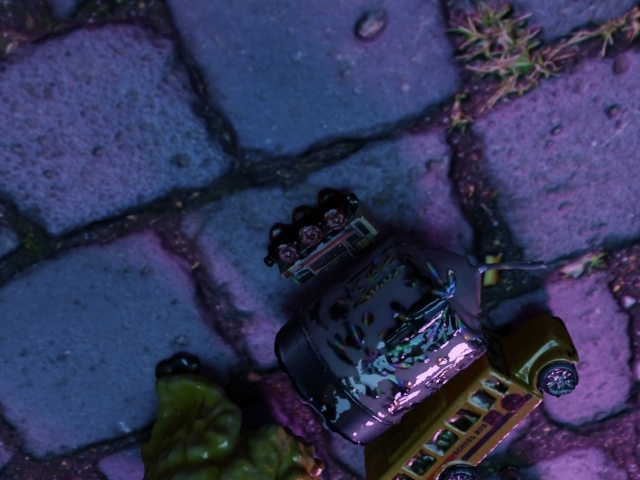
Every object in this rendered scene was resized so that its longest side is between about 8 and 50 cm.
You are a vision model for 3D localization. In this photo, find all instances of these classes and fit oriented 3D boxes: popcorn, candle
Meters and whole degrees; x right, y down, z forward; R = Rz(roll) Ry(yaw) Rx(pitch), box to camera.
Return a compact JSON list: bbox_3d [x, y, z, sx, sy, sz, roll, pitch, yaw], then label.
[{"bbox_3d":[-0.109,0.338,1.222,0.293,0.237,0.292,-2,124,-3],"label":"popcorn"},{"bbox_3d":[0.108,0.092,1.129,0.330,0.187,0.187,-41,117,15],"label":"candle"}]

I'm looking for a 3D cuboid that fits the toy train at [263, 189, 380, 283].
[{"bbox_3d":[0.000,0.000,1.139,0.138,0.050,0.087,-36,122,15],"label":"toy train"}]

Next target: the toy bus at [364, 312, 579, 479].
[{"bbox_3d":[0.196,0.227,1.262,0.123,0.121,0.335,32,114,-15],"label":"toy bus"}]

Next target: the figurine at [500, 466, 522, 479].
[{"bbox_3d":[0.277,0.419,1.399,0.178,0.114,0.144,-8,120,8],"label":"figurine"}]
